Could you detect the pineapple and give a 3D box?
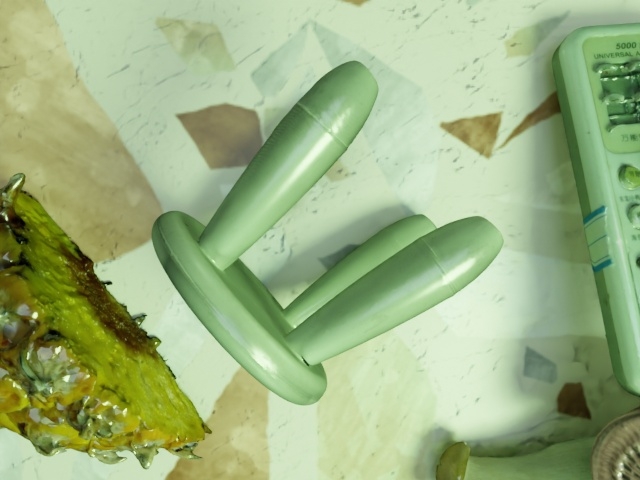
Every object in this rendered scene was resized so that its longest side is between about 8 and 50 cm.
[{"bbox_3d":[-0.254,0.100,0.430,0.158,0.161,0.335,-28,99,2],"label":"pineapple"}]

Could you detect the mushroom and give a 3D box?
[{"bbox_3d":[0.230,0.260,0.509,0.225,0.093,0.116,-5,73,7],"label":"mushroom"}]

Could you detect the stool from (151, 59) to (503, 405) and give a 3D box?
[{"bbox_3d":[0.000,0.000,0.413,0.198,0.195,0.195,-40,96,0],"label":"stool"}]

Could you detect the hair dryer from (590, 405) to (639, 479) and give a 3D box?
[{"bbox_3d":[0.398,0.276,0.383,0.210,0.352,0.125,1,136,-38],"label":"hair dryer"}]

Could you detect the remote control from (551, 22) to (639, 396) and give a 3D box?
[{"bbox_3d":[0.298,-0.035,0.453,0.128,0.065,0.335,-5,79,0],"label":"remote control"}]
